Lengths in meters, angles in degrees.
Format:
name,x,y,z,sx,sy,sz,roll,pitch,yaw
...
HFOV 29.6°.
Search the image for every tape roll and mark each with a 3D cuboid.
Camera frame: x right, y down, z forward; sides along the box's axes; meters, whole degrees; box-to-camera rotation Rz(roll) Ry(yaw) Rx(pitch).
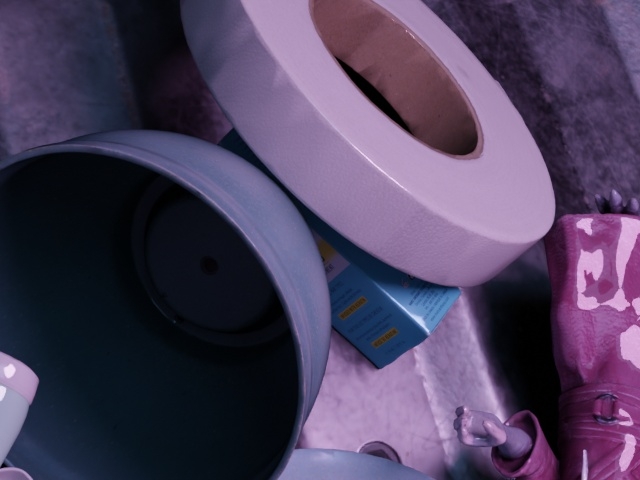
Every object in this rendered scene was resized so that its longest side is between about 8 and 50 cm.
name,x,y,z,sx,sy,sz,roll,pitch,yaw
tape roll,0.050,-0.131,1.080,0.392,0.072,0.392,34,30,-23

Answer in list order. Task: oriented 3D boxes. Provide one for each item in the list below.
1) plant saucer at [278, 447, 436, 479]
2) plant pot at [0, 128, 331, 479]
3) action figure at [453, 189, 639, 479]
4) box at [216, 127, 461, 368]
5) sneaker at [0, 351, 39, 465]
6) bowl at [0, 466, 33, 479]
name,x,y,z,sx,sy,sz,roll,pitch,yaw
plant saucer,0.024,0.223,0.960,0.195,0.195,0.037,2,105,-25
plant pot,-0.114,0.043,0.913,0.293,0.293,0.196,45,29,0
action figure,0.250,0.156,1.074,0.248,0.275,0.370,14,68,9
box,0.000,0.000,1.072,0.244,0.100,0.060,42,56,-2
sneaker,-0.337,0.123,0.817,0.256,0.094,0.151,13,63,10
bowl,-0.252,0.247,0.858,0.142,0.053,0.142,-19,76,-33
